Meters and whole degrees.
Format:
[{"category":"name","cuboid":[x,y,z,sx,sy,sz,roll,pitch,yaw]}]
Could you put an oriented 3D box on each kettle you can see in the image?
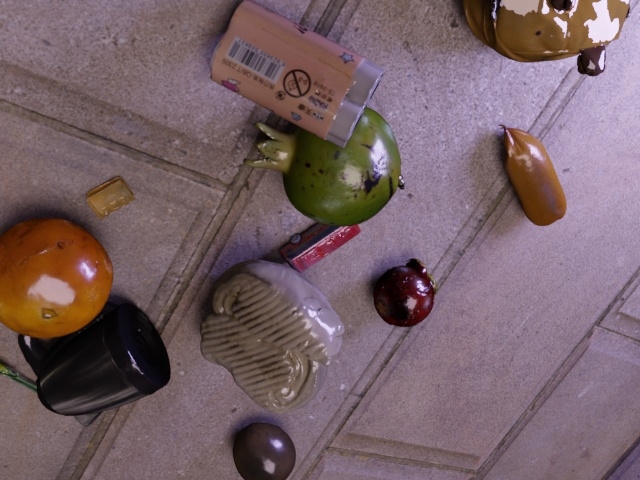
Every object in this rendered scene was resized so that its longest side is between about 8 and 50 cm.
[{"category":"kettle","cuboid":[-0.504,0.275,1.509,0.271,0.207,0.250,-29,135,6]}]

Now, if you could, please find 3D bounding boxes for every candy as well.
[{"category":"candy","cuboid":[-0.691,0.291,1.529,0.077,0.073,0.262,-23,137,15]}]

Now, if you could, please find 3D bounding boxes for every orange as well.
[{"category":"orange","cuboid":[-0.529,0.072,1.354,0.240,0.240,0.240,-11,124,-17]}]

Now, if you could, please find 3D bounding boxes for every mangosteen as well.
[{"category":"mangosteen","cuboid":[0.222,0.131,1.757,0.180,0.166,0.166,-37,133,-32]}]

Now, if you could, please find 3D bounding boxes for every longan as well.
[{"category":"longan","cuboid":[-0.152,0.580,1.882,0.167,0.167,0.187,-35,106,1]}]

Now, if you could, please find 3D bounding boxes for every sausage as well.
[{"category":"sausage","cuboid":[0.522,-0.167,1.725,0.112,0.112,0.328,-36,125,1]}]

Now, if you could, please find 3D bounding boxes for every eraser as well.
[{"category":"eraser","cuboid":[-0.045,-0.312,1.293,0.291,0.087,0.171,28,93,3]}]

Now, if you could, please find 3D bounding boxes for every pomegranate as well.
[{"category":"pomegranate","cuboid":[0.013,-0.163,1.427,0.341,0.260,0.260,8,117,-24]}]

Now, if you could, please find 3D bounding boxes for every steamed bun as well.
[{"category":"steamed bun","cuboid":[-0.095,0.190,1.586,0.324,0.219,0.309,34,120,8]}]

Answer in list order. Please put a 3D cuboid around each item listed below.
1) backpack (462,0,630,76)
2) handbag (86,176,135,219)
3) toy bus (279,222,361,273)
[{"category":"backpack","cuboid":[0.475,-0.516,1.418,0.378,0.201,0.353,-17,122,-16]},{"category":"handbag","cuboid":[-0.427,-0.086,1.413,0.083,0.027,0.061,-29,127,-4]},{"category":"toy bus","cuboid":[0.000,0.000,1.620,0.192,0.077,0.065,-35,125,0]}]
